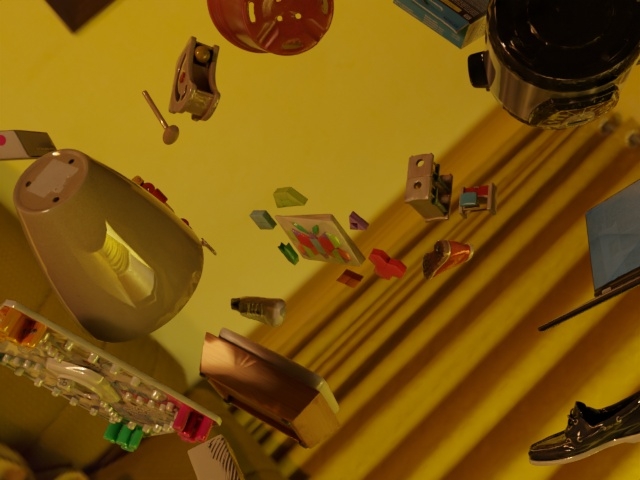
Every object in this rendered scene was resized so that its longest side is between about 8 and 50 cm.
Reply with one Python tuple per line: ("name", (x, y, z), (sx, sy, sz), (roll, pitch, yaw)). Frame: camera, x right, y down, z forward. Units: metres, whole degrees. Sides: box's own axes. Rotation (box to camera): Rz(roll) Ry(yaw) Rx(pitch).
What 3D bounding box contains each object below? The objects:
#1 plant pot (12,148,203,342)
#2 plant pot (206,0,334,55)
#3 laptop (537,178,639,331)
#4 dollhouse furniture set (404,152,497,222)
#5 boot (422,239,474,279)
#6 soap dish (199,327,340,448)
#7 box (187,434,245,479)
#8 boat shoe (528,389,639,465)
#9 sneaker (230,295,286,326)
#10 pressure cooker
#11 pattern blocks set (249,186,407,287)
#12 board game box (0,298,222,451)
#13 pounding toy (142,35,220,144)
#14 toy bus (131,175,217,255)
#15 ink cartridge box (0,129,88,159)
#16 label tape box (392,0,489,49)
("plant pot", (-0.363, -0.013, 1.335), (0.256, 0.256, 0.274), (40, -14, 39))
("plant pot", (-0.100, -0.531, 1.839), (0.272, 0.272, 0.265), (50, 2, -27))
("laptop", (0.718, -0.004, 1.984), (0.382, 0.408, 0.236), (-42, -109, 51))
("dollhouse furniture set", (0.319, -0.135, 2.005), (0.184, 0.128, 0.129), (-6, -26, 32))
("boot", (0.277, 0.045, 1.813), (0.158, 0.085, 0.059), (126, -41, -63))
("soap dish", (-0.111, 0.320, 1.769), (0.291, 0.118, 0.229), (24, -22, 24))
("box", (-0.209, 0.597, 1.901), (0.275, 0.094, 0.113), (60, -8, 33))
("boat shoe", (0.610, 0.406, 1.840), (0.127, 0.340, 0.113), (-22, 88, -62))
("sneaker", (-0.118, 0.131, 1.552), (0.061, 0.053, 0.152), (9, -5, -34))
("pressure cooker", (0.583, -0.468, 1.993), (0.370, 0.375, 0.420), (37, -3, 13))
("pattern blocks set", (0.000, 0.000, 1.705), (0.285, 0.026, 0.325), (47, -29, -21))
("board game box", (-0.414, 0.253, 1.417), (0.390, 0.050, 0.390), (35, -31, -20))
("pounding toy", (-0.339, -0.381, 2.033), (0.155, 0.269, 0.154), (16, -21, -28))
("toy bus", (-0.333, -0.031, 1.660), (0.202, 0.104, 0.191), (38, -12, 48))
("ink cartridge box", (-0.668, -0.182, 1.632), (0.176, 0.371, 0.069), (-71, 161, -84))
("label tape box", (0.348, -0.668, 2.357), (0.249, 0.348, 0.115), (38, -46, 12))
